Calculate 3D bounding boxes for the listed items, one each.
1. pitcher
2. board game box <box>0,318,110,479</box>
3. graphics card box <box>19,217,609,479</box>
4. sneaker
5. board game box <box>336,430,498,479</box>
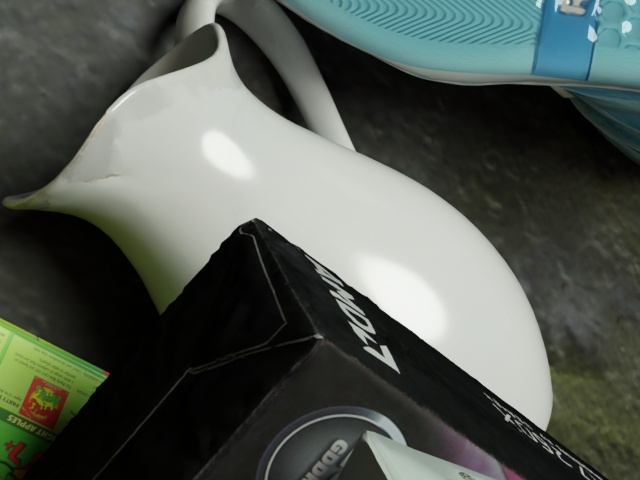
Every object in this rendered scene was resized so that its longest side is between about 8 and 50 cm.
[{"bbox_3d":[0.000,0.000,0.560,0.207,0.125,0.178,45,40,-16],"label":"pitcher"},{"bbox_3d":[-0.154,0.058,0.481,0.181,0.043,0.092,32,68,-27],"label":"board game box"},{"bbox_3d":[0.045,0.186,0.502,0.371,0.094,0.233,38,100,-27],"label":"graphics card box"},{"bbox_3d":[0.107,-0.104,0.647,0.319,0.208,0.127,17,86,5],"label":"sneaker"},{"bbox_3d":[0.096,0.211,0.422,0.303,0.097,0.224,22,106,-24],"label":"board game box"}]
